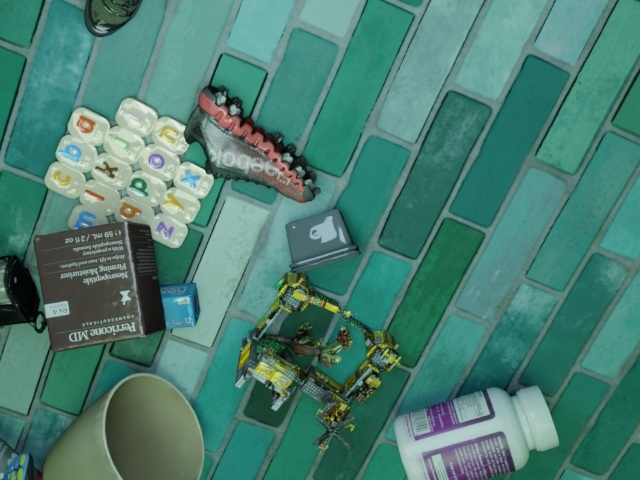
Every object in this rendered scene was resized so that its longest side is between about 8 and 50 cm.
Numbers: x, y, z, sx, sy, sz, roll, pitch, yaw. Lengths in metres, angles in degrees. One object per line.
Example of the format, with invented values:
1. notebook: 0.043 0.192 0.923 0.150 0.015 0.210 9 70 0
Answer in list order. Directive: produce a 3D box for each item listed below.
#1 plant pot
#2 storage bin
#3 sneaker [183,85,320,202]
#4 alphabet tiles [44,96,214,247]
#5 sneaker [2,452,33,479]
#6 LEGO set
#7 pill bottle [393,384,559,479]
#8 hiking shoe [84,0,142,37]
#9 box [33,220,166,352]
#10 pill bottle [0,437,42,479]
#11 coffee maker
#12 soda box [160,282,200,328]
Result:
1. plant pot: -0.418 0.432 1.574 0.274 0.256 0.256 -28 110 27
2. storage bin: 0.000 0.000 1.486 0.135 0.098 0.091 -16 83 6
3. sneaker: -0.129 -0.146 1.418 0.276 0.098 0.135 39 105 -12
4. alphabet tiles: -0.352 -0.113 1.467 0.278 0.021 0.284 26 109 -12
5. sneaker: -0.574 0.513 1.561 0.067 0.078 0.188 -16 80 32
6. LEGO set: -0.007 0.236 1.514 0.255 0.192 0.331 -43 106 14
7. pill bottle: 0.312 0.394 1.593 0.301 0.169 0.169 -18 110 6
8. hiking shoe: -0.320 -0.427 1.297 0.086 0.114 0.227 38 106 -13
9. box: -0.386 0.079 1.408 0.168 0.167 0.203 -10 88 1
10. pill bottle: -0.655 0.523 1.632 0.161 0.161 0.283 -38 107 13
11. coffee maker: -0.640 0.124 1.501 0.178 0.120 0.171 -10 112 3
12. soda box: -0.344 0.132 1.534 0.210 0.071 0.067 -5 109 1
